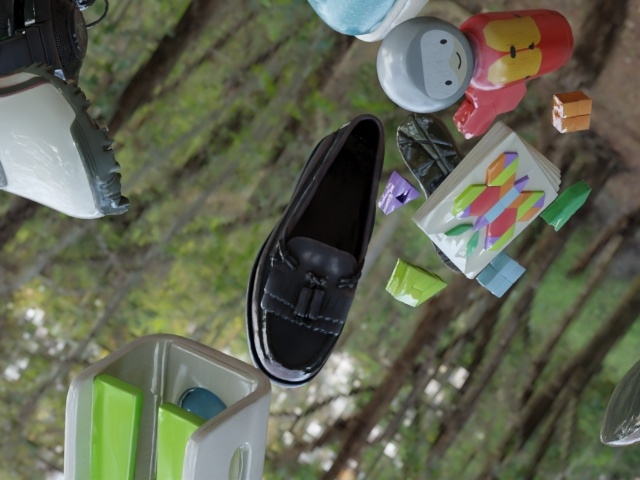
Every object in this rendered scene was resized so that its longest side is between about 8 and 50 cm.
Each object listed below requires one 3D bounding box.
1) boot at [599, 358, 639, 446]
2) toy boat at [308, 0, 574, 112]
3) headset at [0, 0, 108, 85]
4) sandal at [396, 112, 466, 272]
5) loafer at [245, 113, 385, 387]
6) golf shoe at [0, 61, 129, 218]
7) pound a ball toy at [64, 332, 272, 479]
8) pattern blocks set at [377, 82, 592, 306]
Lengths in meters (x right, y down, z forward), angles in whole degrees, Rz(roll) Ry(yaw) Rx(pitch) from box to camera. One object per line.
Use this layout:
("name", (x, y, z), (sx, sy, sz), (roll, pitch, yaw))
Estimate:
("boot", (0.408, 0.175, 1.504), (0.115, 0.112, 0.305), (23, 153, -10))
("toy boat", (0.055, -0.228, 1.040), (0.148, 0.267, 0.318), (-15, -123, -25))
("headset", (-0.360, -0.244, 1.481), (0.243, 0.185, 0.394), (1, -158, 26))
("sandal", (0.162, -0.065, 1.756), (0.219, 0.090, 0.060), (62, -159, -10))
("loafer", (0.000, 0.000, 1.414), (0.109, 0.302, 0.095), (21, 151, -7))
("golf shoe", (-0.236, -0.068, 0.944), (0.273, 0.120, 0.105), (29, 141, 39))
("pound a ball toy", (-0.084, 0.254, 1.086), (0.208, 0.319, 0.136), (20, -152, 27))
("pattern blocks set", (0.177, -0.042, 1.436), (0.325, 0.285, 0.026), (15, -153, -53))
